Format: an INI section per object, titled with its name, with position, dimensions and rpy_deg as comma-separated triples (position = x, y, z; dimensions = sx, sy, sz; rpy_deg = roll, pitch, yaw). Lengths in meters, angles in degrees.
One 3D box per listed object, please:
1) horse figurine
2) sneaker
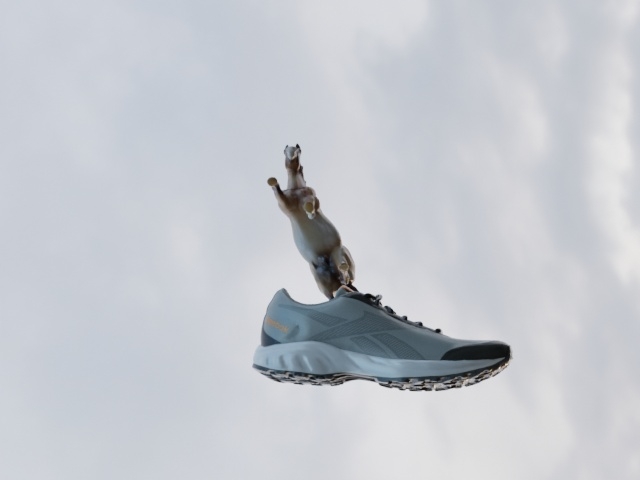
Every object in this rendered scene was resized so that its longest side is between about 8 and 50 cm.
[horse figurine]
position = 0.000, 0.000, 1.463
dimensions = 0.263, 0.066, 0.174
rpy_deg = 61, -177, -2
[sneaker]
position = 0.065, 0.102, 1.200
dimensions = 0.100, 0.271, 0.108
rpy_deg = 64, -149, -74
